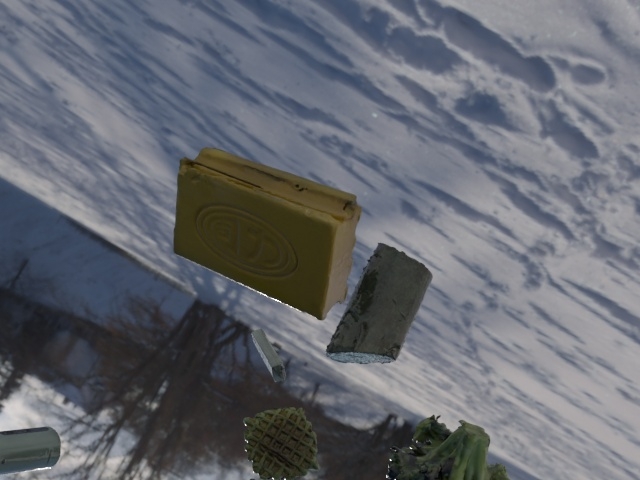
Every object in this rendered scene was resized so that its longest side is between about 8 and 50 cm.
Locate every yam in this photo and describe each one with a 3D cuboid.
[{"bbox_3d":[0.144,0.165,1.785,0.168,0.304,0.168,24,163,8],"label":"yam"}]

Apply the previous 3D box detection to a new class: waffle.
[{"bbox_3d":[-0.113,0.582,2.164,0.214,0.207,0.054,-9,169,-20],"label":"waffle"}]

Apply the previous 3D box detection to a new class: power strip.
[{"bbox_3d":[-0.117,0.263,1.725,0.191,0.030,0.047,-130,25,-53],"label":"power strip"}]

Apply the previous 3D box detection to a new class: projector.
[{"bbox_3d":[-0.780,0.508,1.786,0.108,0.108,0.337,23,-175,32],"label":"projector"}]

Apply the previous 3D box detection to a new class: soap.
[{"bbox_3d":[-0.100,-0.018,1.273,0.325,0.204,0.096,21,-148,23],"label":"soap"}]

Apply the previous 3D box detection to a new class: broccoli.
[{"bbox_3d":[0.348,0.611,1.970,0.348,0.280,0.293,22,-164,22],"label":"broccoli"}]

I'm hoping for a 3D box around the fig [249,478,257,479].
[{"bbox_3d":[-0.202,0.665,1.856,0.148,0.149,0.202,-139,30,-72],"label":"fig"}]
